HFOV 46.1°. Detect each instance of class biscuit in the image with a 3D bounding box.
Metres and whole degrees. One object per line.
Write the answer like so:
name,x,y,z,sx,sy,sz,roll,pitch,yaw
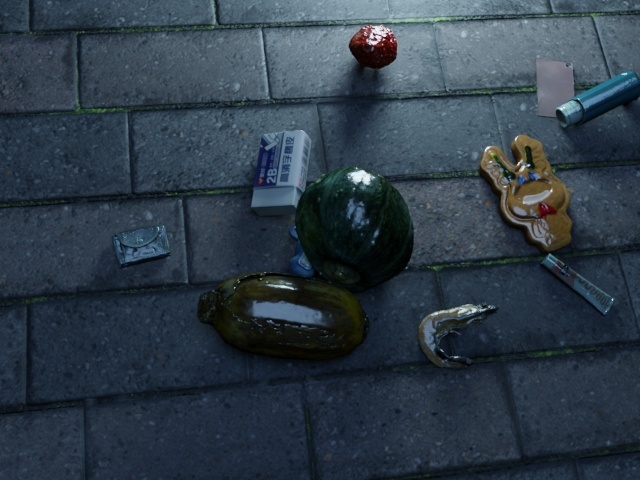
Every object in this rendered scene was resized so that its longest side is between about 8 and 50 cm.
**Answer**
biscuit,0.558,-0.125,1.996,0.202,0.047,0.334,-18,73,-13

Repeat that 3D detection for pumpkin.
pumpkin,0.109,-0.037,1.773,0.293,0.197,0.263,45,56,-23

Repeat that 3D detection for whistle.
whistle,0.000,0.000,1.865,0.180,0.093,0.269,35,63,2

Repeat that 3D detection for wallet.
wallet,-0.437,0.010,1.833,0.129,0.026,0.088,-14,72,-12

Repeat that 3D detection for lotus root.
lotus root,-0.085,0.175,1.740,0.397,0.179,0.196,7,52,-9

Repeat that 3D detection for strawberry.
strawberry,0.141,-0.530,2.043,0.131,0.148,0.131,-2,85,19

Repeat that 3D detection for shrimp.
shrimp,0.350,0.230,1.835,0.219,0.046,0.152,-19,72,-9

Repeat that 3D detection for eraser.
eraser,-0.098,-0.170,1.901,0.124,0.068,0.210,-1,67,21

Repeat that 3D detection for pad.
pad,0.671,-0.434,2.148,0.113,0.006,0.187,5,70,-6

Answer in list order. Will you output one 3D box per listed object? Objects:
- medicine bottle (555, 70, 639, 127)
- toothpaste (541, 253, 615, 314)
medicine bottle,0.780,-0.391,2.098,0.258,0.124,0.079,-26,80,-4
toothpaste,0.659,0.109,1.927,0.205,0.036,0.056,37,68,3
